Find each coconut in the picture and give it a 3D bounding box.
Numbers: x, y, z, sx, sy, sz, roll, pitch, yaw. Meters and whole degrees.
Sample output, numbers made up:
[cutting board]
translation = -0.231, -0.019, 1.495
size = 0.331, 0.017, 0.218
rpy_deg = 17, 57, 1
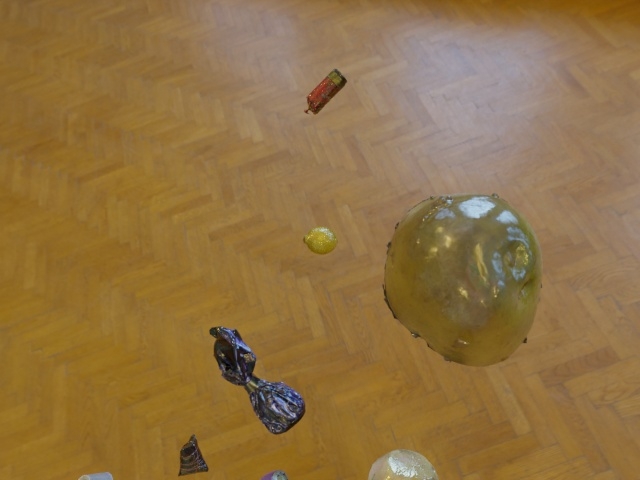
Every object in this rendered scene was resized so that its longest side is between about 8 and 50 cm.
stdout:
[coconut]
translation = 0.225, 0.730, 1.274
size = 0.237, 0.237, 0.197
rpy_deg = -46, 45, -15

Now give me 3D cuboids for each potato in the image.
[potato]
translation = 0.159, 0.039, 0.479
size = 0.181, 0.117, 0.203
rpy_deg = 6, 86, 9

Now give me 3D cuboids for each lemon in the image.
[lemon]
translation = 0.000, 0.000, 0.988
size = 0.083, 0.062, 0.062
rpy_deg = 6, 57, -19

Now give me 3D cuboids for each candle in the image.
[candle]
translation = 0.007, -0.370, 1.127
size = 0.130, 0.052, 0.052
rpy_deg = -45, 60, 6

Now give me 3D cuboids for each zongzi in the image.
[zongzi]
translation = -0.288, 0.472, 0.998
size = 0.067, 0.084, 0.073
rpy_deg = -9, 18, 0

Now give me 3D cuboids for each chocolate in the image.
[chocolate]
translation = -0.191, 0.364, 1.192
size = 0.126, 0.343, 0.148
rpy_deg = -46, 18, -24

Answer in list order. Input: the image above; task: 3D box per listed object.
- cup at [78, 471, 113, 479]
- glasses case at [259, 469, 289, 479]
[cup]
translation = -0.822, 0.898, 1.612
size = 0.074, 0.116, 0.104
rpy_deg = 6, 67, 20
[glasses case]
translation = -0.134, 0.948, 1.560
size = 0.123, 0.076, 0.316
rpy_deg = -19, 29, -15
